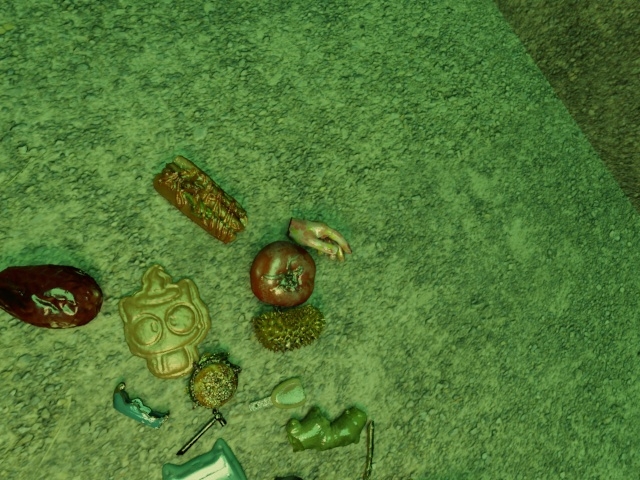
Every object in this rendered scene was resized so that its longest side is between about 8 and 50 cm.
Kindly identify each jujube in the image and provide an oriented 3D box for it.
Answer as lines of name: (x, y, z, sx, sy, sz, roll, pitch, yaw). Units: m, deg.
jujube: (-0.793, 0.158, 1.309, 0.290, 0.197, 0.197, 13, 76, -5)

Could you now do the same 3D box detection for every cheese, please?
cheese: (-0.146, 0.531, 1.504, 0.192, 0.037, 0.097, -14, 82, -18)

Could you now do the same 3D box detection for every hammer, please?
hammer: (-0.382, 0.622, 1.426, 0.178, 0.021, 0.065, -42, 94, -19)

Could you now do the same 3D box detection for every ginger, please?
ginger: (0.022, 0.634, 1.509, 0.289, 0.089, 0.137, 3, 60, -12)

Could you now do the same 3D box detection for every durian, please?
durian: (-0.092, 0.303, 1.478, 0.249, 0.138, 0.183, -14, 113, -7)

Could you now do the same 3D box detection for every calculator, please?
calculator: (-0.331, 0.844, 1.383, 0.256, 0.054, 0.387, -19, 86, -19)

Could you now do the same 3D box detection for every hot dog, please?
hot dog: (-0.400, -0.139, 1.516, 0.349, 0.117, 0.158, 42, 72, -5)

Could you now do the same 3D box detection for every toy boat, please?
toy boat: (-0.549, 0.504, 1.371, 0.185, 0.075, 0.077, 28, 76, -5)

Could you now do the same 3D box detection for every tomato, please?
tomato: (-0.130, 0.110, 1.507, 0.231, 0.188, 0.232, 1, 89, -26)

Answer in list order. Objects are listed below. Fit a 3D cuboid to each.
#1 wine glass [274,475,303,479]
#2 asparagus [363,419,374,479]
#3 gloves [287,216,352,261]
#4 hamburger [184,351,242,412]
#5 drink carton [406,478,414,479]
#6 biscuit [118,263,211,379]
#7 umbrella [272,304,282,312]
wine glass: (-0.099, 0.876, 1.419, 0.103, 0.103, 0.222, -1, 78, -16)
asparagus: (0.169, 0.747, 1.558, 0.034, 0.027, 0.236, 15, 76, -34)
gloves: (0.002, -0.011, 1.594, 0.241, 0.145, 0.126, 13, 77, -5)
hamburger: (-0.335, 0.448, 1.425, 0.164, 0.093, 0.190, 19, 78, -25)
drink carton: (0.318, 0.879, 1.406, 0.154, 0.351, 0.111, -9, 82, -17)
biscuit: (-0.497, 0.257, 1.449, 0.269, 0.051, 0.376, -15, 84, -20)
umbrella: (-0.144, 0.252, 1.565, 0.027, 0.025, 0.165, -26, 89, -41)
